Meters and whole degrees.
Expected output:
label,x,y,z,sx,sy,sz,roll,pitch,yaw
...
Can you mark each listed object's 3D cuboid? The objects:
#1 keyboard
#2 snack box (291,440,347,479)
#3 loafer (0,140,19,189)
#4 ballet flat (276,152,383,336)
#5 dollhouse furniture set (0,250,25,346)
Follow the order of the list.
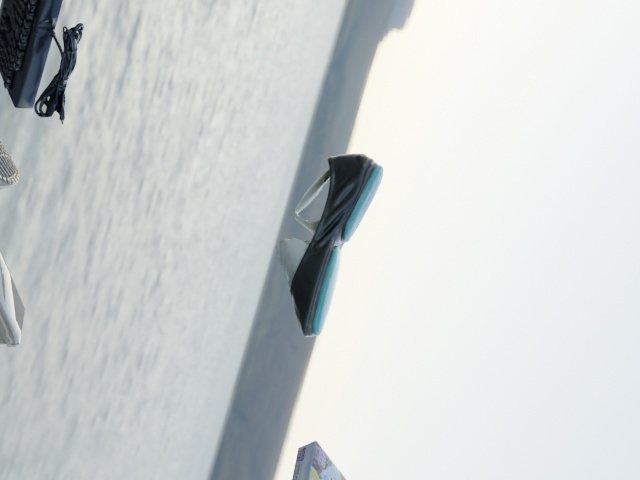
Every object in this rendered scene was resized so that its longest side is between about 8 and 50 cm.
label,x,y,z,sx,sy,sz,roll,pitch,yaw
keyboard,-0.344,-0.272,1.267,0.201,0.033,0.317,59,-36,20
snack box,-0.002,0.374,1.502,0.037,0.100,0.141,-25,-156,20
loafer,-0.554,-0.100,1.619,0.102,0.092,0.268,63,10,-10
ballet flat,0.000,0.000,1.436,0.095,0.096,0.280,80,29,-62
dollhouse furniture set,-0.346,-0.033,0.925,0.212,0.161,0.242,91,-3,-55
